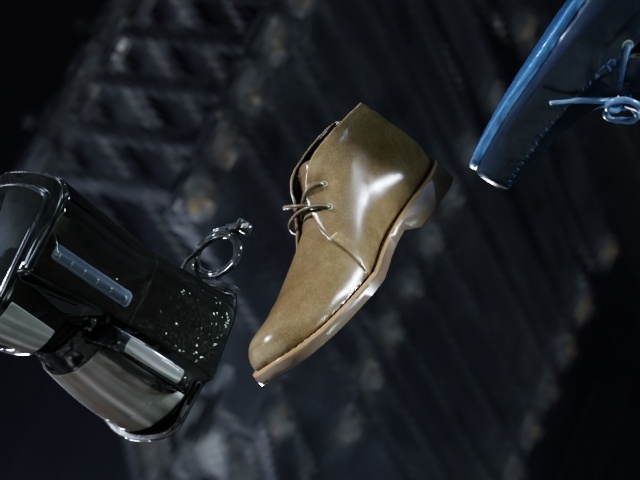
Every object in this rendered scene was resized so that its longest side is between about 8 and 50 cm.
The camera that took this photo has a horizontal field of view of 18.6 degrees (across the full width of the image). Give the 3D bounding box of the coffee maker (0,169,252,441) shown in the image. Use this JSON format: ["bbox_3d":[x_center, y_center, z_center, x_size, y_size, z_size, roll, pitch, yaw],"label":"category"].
[{"bbox_3d":[-0.155,0.026,1.336,0.120,0.171,0.178,-18,-42,37],"label":"coffee maker"}]

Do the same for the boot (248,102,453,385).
[{"bbox_3d":[0.000,0.000,1.627,0.115,0.305,0.112,48,-47,-14],"label":"boot"}]

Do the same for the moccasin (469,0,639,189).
[{"bbox_3d":[0.261,-0.172,1.693,0.117,0.342,0.138,36,18,-1],"label":"moccasin"}]
